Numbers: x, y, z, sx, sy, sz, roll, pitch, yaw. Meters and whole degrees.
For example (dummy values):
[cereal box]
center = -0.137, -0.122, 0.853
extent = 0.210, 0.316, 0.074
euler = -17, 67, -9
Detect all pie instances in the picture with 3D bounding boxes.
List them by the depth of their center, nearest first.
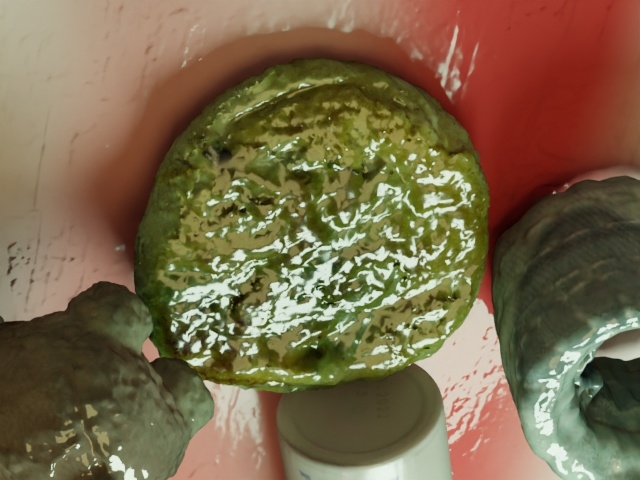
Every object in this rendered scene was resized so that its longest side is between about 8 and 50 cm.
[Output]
[pie]
center = 0.000, 0.000, 1.375
extent = 0.277, 0.078, 0.277
euler = -10, 129, -12

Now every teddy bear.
[teddy bear]
center = -0.214, 0.116, 1.319
extent = 0.267, 0.151, 0.236
euler = 0, 137, 36

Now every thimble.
[thimble]
center = 0.240, 0.075, 1.449
extent = 0.250, 0.172, 0.205
euler = 33, 116, -31

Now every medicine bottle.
[medicine bottle]
center = 0.048, 0.255, 1.549
extent = 0.130, 0.130, 0.341
euler = -13, 129, -7
